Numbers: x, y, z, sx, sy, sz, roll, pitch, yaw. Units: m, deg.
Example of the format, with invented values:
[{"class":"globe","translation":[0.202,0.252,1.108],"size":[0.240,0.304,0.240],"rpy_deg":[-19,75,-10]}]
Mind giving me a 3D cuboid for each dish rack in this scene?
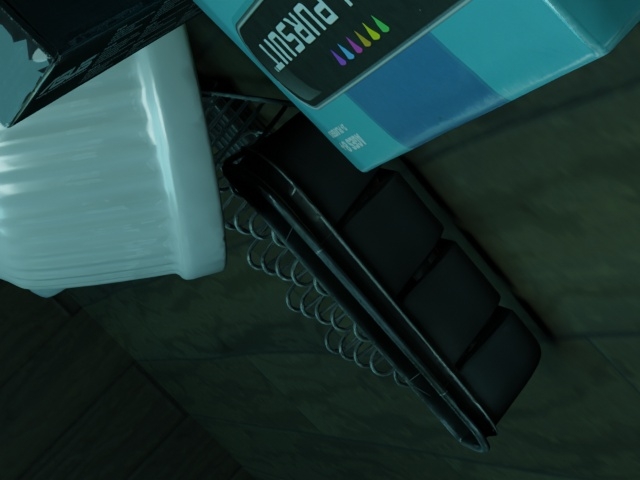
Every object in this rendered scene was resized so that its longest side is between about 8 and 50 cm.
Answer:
[{"class":"dish rack","translation":[0.000,0.000,1.006],"size":[0.208,0.074,0.271],"rpy_deg":[50,168,-22]}]

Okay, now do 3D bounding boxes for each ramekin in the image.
[{"class":"ramekin","translation":[-0.120,-0.073,0.848],"size":[0.207,0.109,0.207],"rpy_deg":[166,90,-82]}]

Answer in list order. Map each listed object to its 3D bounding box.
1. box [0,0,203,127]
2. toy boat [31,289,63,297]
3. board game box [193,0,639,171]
[{"class":"box","translation":[-0.124,-0.148,0.690],"size":[0.184,0.190,0.045],"rpy_deg":[43,125,4]},{"class":"toy boat","translation":[-0.183,-0.067,1.149],"size":[0.267,0.148,0.318],"rpy_deg":[52,177,29]},{"class":"board game box","translation":[-0.050,-0.177,0.546],"size":[0.336,0.079,0.254],"rpy_deg":[46,168,-5]}]
